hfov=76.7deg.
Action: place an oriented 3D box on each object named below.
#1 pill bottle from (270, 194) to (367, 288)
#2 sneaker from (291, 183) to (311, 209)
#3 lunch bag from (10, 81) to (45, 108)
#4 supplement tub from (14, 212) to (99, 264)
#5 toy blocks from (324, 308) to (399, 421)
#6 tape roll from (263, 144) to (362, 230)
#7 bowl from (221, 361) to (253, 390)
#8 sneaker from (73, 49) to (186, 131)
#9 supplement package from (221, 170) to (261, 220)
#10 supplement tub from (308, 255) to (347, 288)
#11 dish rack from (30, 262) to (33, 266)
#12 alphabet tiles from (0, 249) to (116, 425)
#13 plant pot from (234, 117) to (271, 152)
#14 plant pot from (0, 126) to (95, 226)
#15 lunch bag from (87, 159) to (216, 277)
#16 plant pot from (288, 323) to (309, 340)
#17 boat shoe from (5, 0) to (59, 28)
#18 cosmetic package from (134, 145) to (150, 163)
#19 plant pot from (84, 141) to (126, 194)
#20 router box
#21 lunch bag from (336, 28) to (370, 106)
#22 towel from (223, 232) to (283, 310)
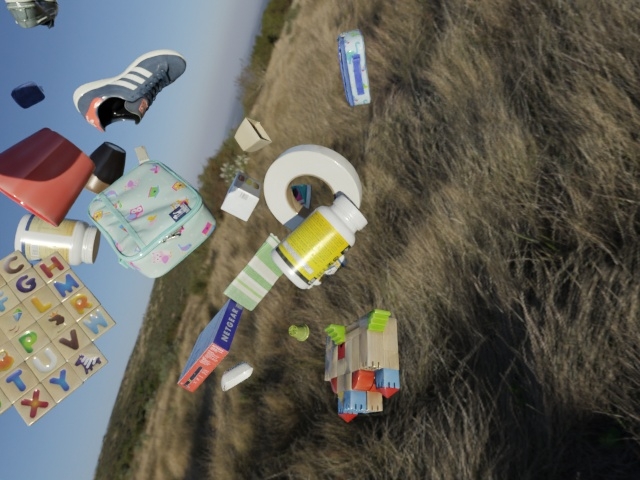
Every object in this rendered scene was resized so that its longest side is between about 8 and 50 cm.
[{"bbox_3d":[0.000,0.000,1.449,0.334,0.188,0.188,-43,20,2],"label":"pill bottle"},{"bbox_3d":[-0.146,-0.165,2.128,0.124,0.178,0.295,110,165,-72],"label":"sneaker"},{"bbox_3d":[-1.000,-0.502,1.387,0.098,0.067,0.065,-38,39,-19],"label":"lunch bag"},{"bbox_3d":[-1.264,0.000,1.969,0.228,0.316,0.228,-171,90,-70],"label":"supplement tub"},{"bbox_3d":[0.114,0.387,1.196,0.381,0.191,0.261,133,145,-55],"label":"toy blocks"},{"bbox_3d":[-0.030,-0.183,1.587,0.392,0.392,0.072,-60,3,39],"label":"tape roll"},{"bbox_3d":[-0.365,0.576,1.732,0.053,0.142,0.142,51,149,20],"label":"bowl"},{"bbox_3d":[-0.540,-0.439,1.217,0.350,0.148,0.131,-35,-18,-12],"label":"sneaker"},{"bbox_3d":[-0.381,-0.222,1.972,0.134,0.139,0.244,-57,18,20],"label":"supplement package"},{"bbox_3d":[-0.004,0.094,1.676,0.199,0.144,0.144,-37,22,1],"label":"supplement tub"},{"bbox_3d":[-1.354,0.225,1.739,0.271,0.208,0.074,-123,13,-55],"label":"dish rack"},{"bbox_3d":[-0.615,0.187,0.837,0.285,0.342,0.011,-41,-14,-21],"label":"alphabet tiles"},{"bbox_3d":[-0.284,-0.422,1.657,0.096,0.109,0.109,-36,-7,20],"label":"plant pot"},{"bbox_3d":[-0.914,-0.221,1.341,0.243,0.275,0.275,-57,11,-20],"label":"plant pot"},{"bbox_3d":[-0.391,-0.054,0.927,0.224,0.279,0.108,-42,-36,-17],"label":"lunch bag"},{"bbox_3d":[-0.111,0.440,1.953,0.083,0.079,0.083,-12,68,30],"label":"plant pot"},{"bbox_3d":[-0.984,-0.785,1.401,0.319,0.116,0.099,-121,22,-60],"label":"boat shoe"},{"bbox_3d":[-0.728,-0.336,1.671,0.115,0.041,0.060,55,160,37],"label":"cosmetic package"},{"bbox_3d":[-1.082,-0.371,2.038,0.230,0.215,0.215,-56,20,11],"label":"plant pot"},{"bbox_3d":[-0.493,0.467,1.851,0.301,0.082,0.335,-48,16,23],"label":"router box"},{"bbox_3d":[0.114,-0.569,1.338,0.176,0.090,0.219,-91,-12,-50],"label":"lunch bag"},{"bbox_3d":[-0.264,0.146,1.796,0.038,0.248,0.325,32,77,31],"label":"towel"}]
